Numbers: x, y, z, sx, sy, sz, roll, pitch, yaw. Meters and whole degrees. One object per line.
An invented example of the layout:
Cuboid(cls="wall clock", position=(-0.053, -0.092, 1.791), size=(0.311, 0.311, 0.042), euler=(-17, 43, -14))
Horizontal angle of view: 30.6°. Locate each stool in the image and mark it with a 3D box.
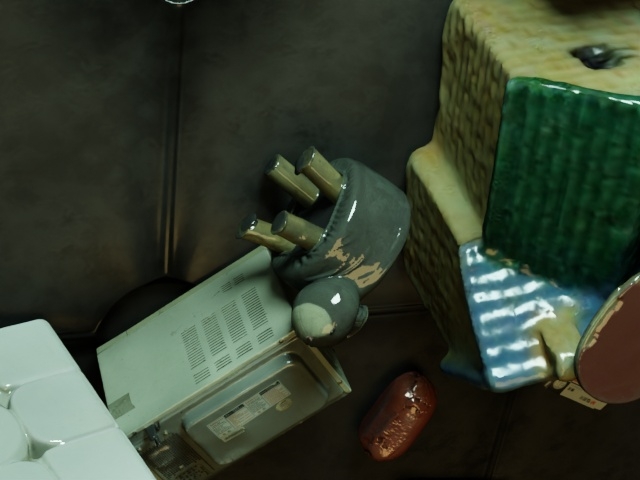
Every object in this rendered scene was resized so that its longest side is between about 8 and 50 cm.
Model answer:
Cuboid(cls="stool", position=(0.006, -0.005, 1.244), size=(0.139, 0.228, 0.153), euler=(31, 118, -25))

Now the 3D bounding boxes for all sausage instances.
Cuboid(cls="sausage", position=(0.104, 0.234, 1.551), size=(0.076, 0.076, 0.141), euler=(17, 116, -29))

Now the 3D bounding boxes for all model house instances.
Cuboid(cls="model house", position=(0.285, -0.044, 1.227), size=(0.334, 0.343, 0.382), euler=(-10, 128, -10))

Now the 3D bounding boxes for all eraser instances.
Cuboid(cls="eraser", position=(0.364, 0.198, 1.640), size=(0.122, 0.029, 0.052), euler=(26, 115, -32))

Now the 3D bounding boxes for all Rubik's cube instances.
Cuboid(cls="Rubik's cube", position=(-0.377, 0.305, 1.250), size=(0.290, 0.291, 0.292), euler=(-14, 137, -35))

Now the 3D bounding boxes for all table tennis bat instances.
Cuboid(cls="table tennis bat", position=(0.330, 0.059, 1.111), size=(0.131, 0.022, 0.234), euler=(26, 104, -32))

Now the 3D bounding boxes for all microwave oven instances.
Cuboid(cls="microwave oven", position=(-0.111, 0.156, 1.344), size=(0.240, 0.194, 0.145), euler=(-32, 133, 5))
